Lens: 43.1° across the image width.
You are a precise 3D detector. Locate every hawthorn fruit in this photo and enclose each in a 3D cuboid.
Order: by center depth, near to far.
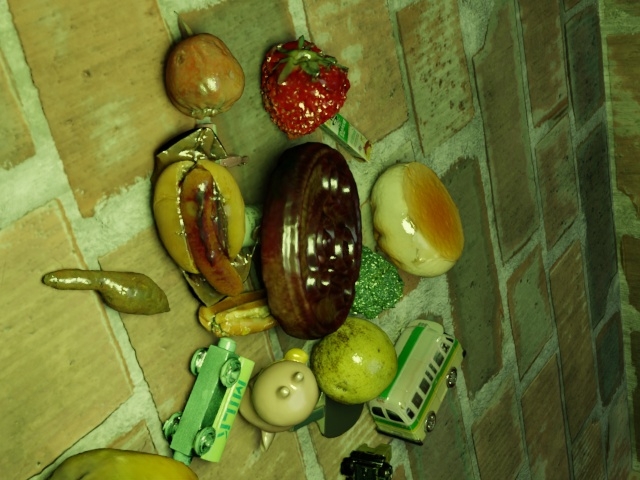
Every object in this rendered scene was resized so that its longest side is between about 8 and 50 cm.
[{"bbox_3d":[-0.203,-0.308,1.439,0.149,0.149,0.189,-10,109,-50],"label":"hawthorn fruit"}]

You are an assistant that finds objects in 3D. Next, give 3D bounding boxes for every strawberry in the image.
[{"bbox_3d":[-0.035,-0.300,1.643,0.184,0.186,0.202,-60,169,-53],"label":"strawberry"}]

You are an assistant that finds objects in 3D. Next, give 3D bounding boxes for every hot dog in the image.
[{"bbox_3d":[-0.196,-0.026,1.456,0.194,0.107,0.326,-26,114,-2],"label":"hot dog"},{"bbox_3d":[-0.128,0.143,1.638,0.269,0.115,0.072,-8,100,-49],"label":"hot dog"}]

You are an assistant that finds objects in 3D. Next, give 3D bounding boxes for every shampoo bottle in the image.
[{"bbox_3d":[-0.112,-0.034,1.650,0.262,0.085,0.085,-7,102,-51],"label":"shampoo bottle"}]

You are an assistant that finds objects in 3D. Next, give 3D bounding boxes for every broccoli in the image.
[{"bbox_3d":[0.107,0.099,1.901,0.195,0.195,0.156,-52,169,-32],"label":"broccoli"}]

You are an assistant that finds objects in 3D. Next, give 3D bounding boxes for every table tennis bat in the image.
[{"bbox_3d":[0.023,0.403,1.946,0.301,0.022,0.174,-11,105,-51],"label":"table tennis bat"}]

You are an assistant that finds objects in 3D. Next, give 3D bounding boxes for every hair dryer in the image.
[{"bbox_3d":[-0.191,-0.164,1.571,0.154,0.054,0.106,7,87,-62],"label":"hair dryer"}]

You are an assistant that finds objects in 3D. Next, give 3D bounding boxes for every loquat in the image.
[{"bbox_3d":[-0.325,0.475,1.342,0.284,0.276,0.276,51,58,-39],"label":"loquat"}]

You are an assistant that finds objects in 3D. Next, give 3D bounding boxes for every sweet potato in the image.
[{"bbox_3d":[-0.345,0.084,1.390,0.269,0.074,0.075,22,79,-47],"label":"sweet potato"}]

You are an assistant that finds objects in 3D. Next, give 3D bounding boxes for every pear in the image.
[{"bbox_3d":[0.070,0.269,1.852,0.197,0.197,0.197,-12,106,-50],"label":"pear"}]

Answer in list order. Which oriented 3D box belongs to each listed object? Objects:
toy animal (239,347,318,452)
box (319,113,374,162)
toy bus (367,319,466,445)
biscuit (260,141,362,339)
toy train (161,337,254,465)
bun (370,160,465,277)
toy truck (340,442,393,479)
[{"bbox_3d":[-0.080,0.315,1.654,0.165,0.149,0.248,-31,164,-20],"label":"toy animal"},{"bbox_3d":[0.053,-0.244,1.856,0.207,0.041,0.050,34,70,-49],"label":"box"},{"bbox_3d":[0.246,0.355,2.121,0.305,0.143,0.179,-56,134,-29],"label":"toy bus"},{"bbox_3d":[0.000,0.000,1.649,0.407,0.091,0.408,0,90,-67],"label":"biscuit"},{"bbox_3d":[-0.207,0.319,1.590,0.157,0.105,0.253,41,66,-61],"label":"toy train"},{"bbox_3d":[0.216,-0.039,1.988,0.299,0.164,0.299,33,44,-38],"label":"bun"},{"bbox_3d":[0.131,0.646,2.052,0.127,0.127,0.257,-28,119,-62],"label":"toy truck"}]
